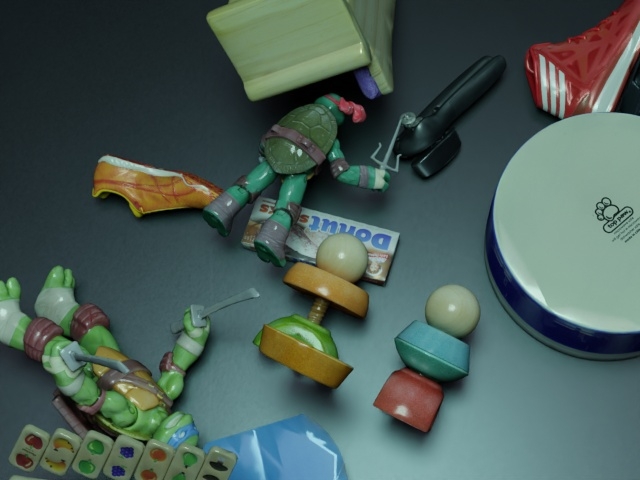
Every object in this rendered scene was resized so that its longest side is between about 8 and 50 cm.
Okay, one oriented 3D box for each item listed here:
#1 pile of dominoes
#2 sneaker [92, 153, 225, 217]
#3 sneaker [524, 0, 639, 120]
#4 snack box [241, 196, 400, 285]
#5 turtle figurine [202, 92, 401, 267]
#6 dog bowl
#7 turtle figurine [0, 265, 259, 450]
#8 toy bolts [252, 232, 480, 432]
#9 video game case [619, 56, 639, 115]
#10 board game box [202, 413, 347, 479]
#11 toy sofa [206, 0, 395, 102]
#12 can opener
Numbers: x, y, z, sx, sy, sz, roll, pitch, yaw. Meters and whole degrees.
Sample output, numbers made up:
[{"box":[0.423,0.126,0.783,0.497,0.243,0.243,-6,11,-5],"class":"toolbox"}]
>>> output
[{"box":[-0.204,0.281,1.073,0.251,0.196,0.040,6,32,6],"class":"pile of dominoes"},{"box":[-0.190,-0.056,1.276,0.175,0.064,0.068,13,92,13],"class":"sneaker"},{"box":[0.326,-0.246,1.286,0.128,0.087,0.221,23,71,11],"class":"sneaker"},{"box":[0.000,0.000,1.249,0.178,0.022,0.064,15,71,10],"class":"snack box"},{"box":[-0.023,-0.090,1.214,0.175,0.118,0.234,24,66,39],"class":"turtle figurine"},{"box":[0.319,-0.006,1.183,0.264,0.104,0.265,-1,69,4],"class":"dog bowl"},{"box":[-0.218,0.095,1.129,0.266,0.275,0.198,30,54,23],"class":"turtle figurine"},{"box":[0.057,0.086,1.117,0.228,0.218,0.159,26,85,6],"class":"toy bolts"},{"box":[0.443,-0.252,1.176,0.196,0.274,0.026,-31,69,-8],"class":"video game case"},{"box":[-0.052,0.269,1.146,0.168,0.033,0.133,-17,73,3],"class":"board game box"},{"box":[-0.007,-0.312,1.257,0.150,0.177,0.363,-14,42,20],"class":"toy sofa"},{"box":[0.157,-0.162,1.290,0.186,0.073,0.059,-50,34,-17],"class":"can opener"}]
